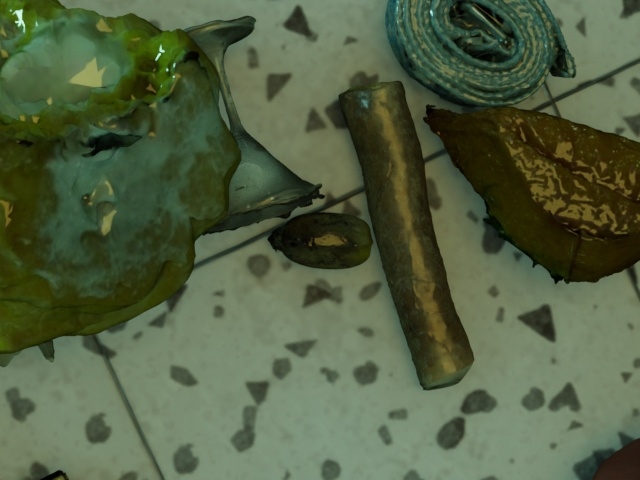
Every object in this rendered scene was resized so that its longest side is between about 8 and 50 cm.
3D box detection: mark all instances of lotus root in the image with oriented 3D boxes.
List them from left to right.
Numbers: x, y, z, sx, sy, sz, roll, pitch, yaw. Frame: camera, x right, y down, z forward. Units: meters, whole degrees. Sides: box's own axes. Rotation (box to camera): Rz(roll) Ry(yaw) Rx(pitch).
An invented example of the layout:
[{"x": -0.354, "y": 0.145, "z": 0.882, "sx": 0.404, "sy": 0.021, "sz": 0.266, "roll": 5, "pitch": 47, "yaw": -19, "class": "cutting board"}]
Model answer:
[{"x": 0.000, "y": 0.000, "z": 1.449, "sx": 0.099, "sy": 0.049, "sz": 0.054, "roll": 2, "pitch": 88, "yaw": -5, "class": "lotus root"}]

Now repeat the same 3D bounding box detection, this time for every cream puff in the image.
[{"x": -0.244, "y": -0.058, "z": 1.285, "sx": 0.323, "sy": 0.269, "sz": 0.274, "roll": -23, "pitch": 124, "yaw": -38, "class": "cream puff"}]

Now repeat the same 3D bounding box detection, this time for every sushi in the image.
[{"x": 0.226, "y": -0.033, "z": 1.448, "sx": 0.287, "sy": 0.140, "sz": 0.149, "roll": 15, "pitch": 81, "yaw": -7, "class": "sushi"}]

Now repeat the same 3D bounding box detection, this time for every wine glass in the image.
[{"x": -0.079, "y": -0.105, "z": 1.414, "sx": 0.122, "sy": 0.122, "sz": 0.183, "roll": -16, "pitch": 84, "yaw": -11, "class": "wine glass"}]

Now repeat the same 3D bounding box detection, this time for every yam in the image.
[{"x": 0.082, "y": -0.005, "z": 1.459, "sx": 0.066, "sy": 0.066, "sz": 0.300, "roll": -14, "pitch": 90, "yaw": -11, "class": "yam"}]

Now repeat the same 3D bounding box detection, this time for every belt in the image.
[{"x": 0.142, "y": -0.199, "z": 1.470, "sx": 0.147, "sy": 0.082, "sz": 0.163, "roll": -27, "pitch": 99, "yaw": 0, "class": "belt"}]

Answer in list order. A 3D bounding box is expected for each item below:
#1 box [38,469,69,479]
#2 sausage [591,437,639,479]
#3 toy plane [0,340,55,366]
[{"x": -0.299, "y": 0.327, "z": 1.362, "sx": 0.240, "sy": 0.071, "sz": 0.159, "roll": -28, "pitch": 95, "yaw": -11, "class": "box"}, {"x": 0.366, "y": 0.242, "z": 1.455, "sx": 0.279, "sy": 0.152, "sz": 0.152, "roll": -24, "pitch": 91, "yaw": -12, "class": "sausage"}, {"x": -0.363, "y": 0.047, "z": 1.328, "sx": 0.286, "sy": 0.092, "sz": 0.108, "roll": 32, "pitch": 107, "yaw": -32, "class": "toy plane"}]
